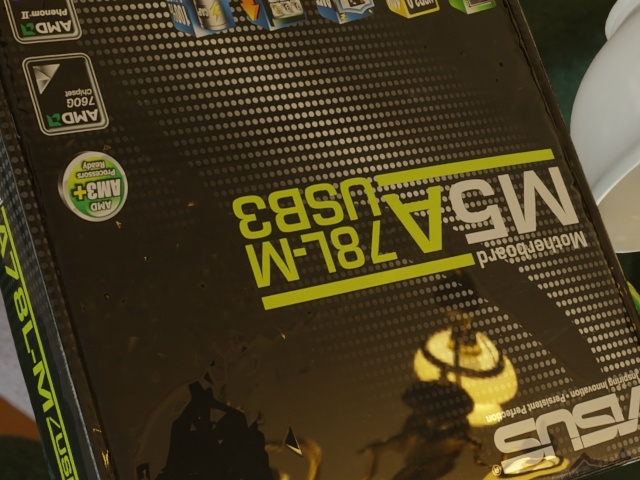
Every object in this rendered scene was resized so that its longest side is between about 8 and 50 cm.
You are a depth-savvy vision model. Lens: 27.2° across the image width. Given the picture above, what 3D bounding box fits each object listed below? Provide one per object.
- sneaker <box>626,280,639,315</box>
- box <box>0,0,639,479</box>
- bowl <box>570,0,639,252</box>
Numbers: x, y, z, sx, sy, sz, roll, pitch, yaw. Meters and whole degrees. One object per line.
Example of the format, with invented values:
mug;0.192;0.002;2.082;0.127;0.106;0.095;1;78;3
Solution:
sneaker;0.072;0.087;0.726;0.296;0.123;0.109;-11;138;-21
box;0.000;0.000;0.395;0.191;0.045;0.184;-10;73;-31
bowl;0.285;-0.119;0.890;0.298;0.134;0.298;-19;159;-8
